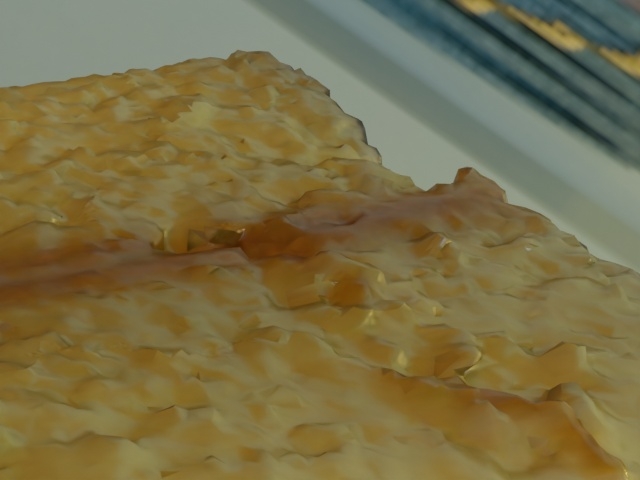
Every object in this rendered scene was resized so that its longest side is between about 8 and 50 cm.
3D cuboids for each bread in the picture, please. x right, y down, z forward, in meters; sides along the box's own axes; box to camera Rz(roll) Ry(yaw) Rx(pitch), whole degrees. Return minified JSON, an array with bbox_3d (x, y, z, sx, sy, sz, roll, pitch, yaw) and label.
[{"bbox_3d":[-0.096,0.132,0.510,0.346,0.242,0.405,49,-49,45],"label":"bread"}]
